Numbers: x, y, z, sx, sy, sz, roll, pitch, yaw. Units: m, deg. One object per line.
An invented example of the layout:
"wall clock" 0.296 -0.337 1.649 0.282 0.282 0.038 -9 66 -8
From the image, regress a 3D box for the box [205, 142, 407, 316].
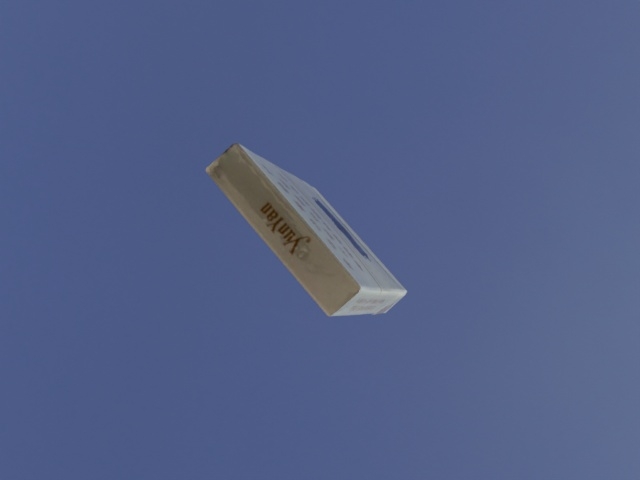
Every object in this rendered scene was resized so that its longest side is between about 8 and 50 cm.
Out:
"box" 0.000 0.000 0.498 0.024 0.167 0.090 -42 -101 6
